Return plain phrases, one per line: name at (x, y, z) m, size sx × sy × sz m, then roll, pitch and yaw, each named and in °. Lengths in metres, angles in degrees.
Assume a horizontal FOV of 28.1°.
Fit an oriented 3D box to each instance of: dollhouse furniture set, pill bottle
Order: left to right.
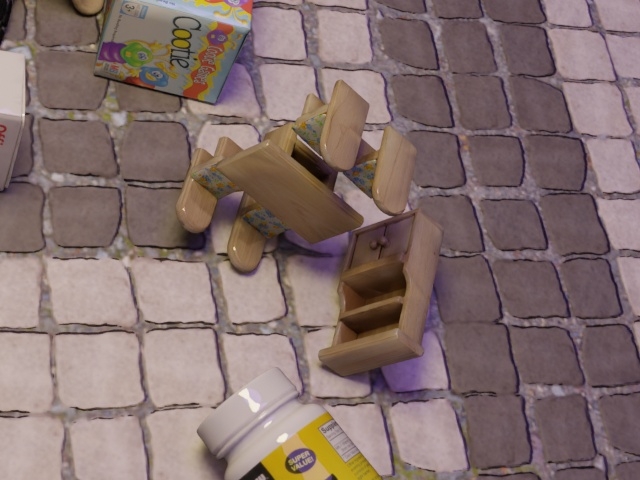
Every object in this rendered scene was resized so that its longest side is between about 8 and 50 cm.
pill bottle at (-0.013, 0.228, 1.185) m, size 0.119 × 0.119 × 0.208 m, roll -34°, pitch 78°, yaw -33°
dollhouse furniture set at (0.000, 0.000, 1.266) m, size 0.242 × 0.212 × 0.161 m, roll 39°, pitch 49°, yaw -31°

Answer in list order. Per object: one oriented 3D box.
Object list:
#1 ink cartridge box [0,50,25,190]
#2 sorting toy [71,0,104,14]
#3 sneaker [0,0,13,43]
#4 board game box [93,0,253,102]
ink cartridge box at (-0.386, -0.122, 1.215) m, size 0.191 × 0.139 × 0.082 m, roll 5°, pitch 59°, yaw -20°
sorting toy at (-0.277, -0.433, 1.402) m, size 0.041 × 0.229 × 0.307 m, roll -3°, pitch 59°, yaw 11°
sneaker at (-0.383, -0.274, 1.336) m, size 0.121 × 0.111 × 0.299 m, roll 14°, pitch 53°, yaw -1°
board game box at (-0.153, -0.315, 1.413) m, size 0.142 × 0.144 × 0.275 m, roll 12°, pitch 58°, yaw -15°
